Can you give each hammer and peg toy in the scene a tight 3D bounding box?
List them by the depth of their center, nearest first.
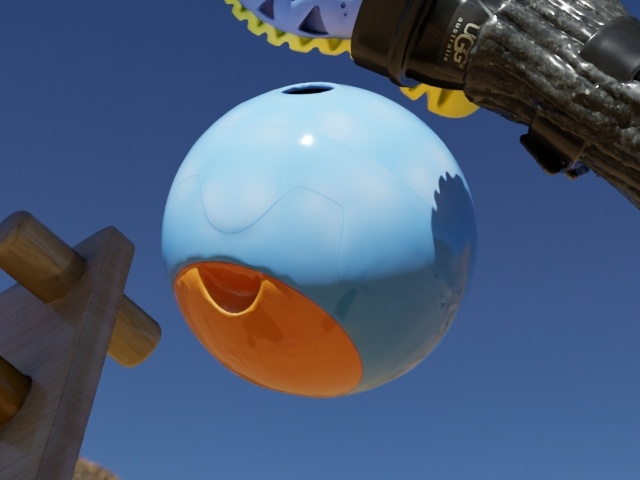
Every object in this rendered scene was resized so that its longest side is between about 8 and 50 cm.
[{"bbox_3d":[-0.270,0.147,0.633,0.361,0.266,0.127,-29,-57,25],"label":"hammer and peg toy"}]

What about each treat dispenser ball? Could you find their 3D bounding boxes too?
[{"bbox_3d":[0.000,0.000,0.943,0.288,0.288,0.288,3,-27,1],"label":"treat dispenser ball"}]

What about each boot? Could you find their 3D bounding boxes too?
[{"bbox_3d":[0.195,-0.125,0.728,0.260,0.348,0.131,27,-61,15],"label":"boot"}]

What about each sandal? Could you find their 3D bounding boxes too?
[{"bbox_3d":[0.049,-0.247,1.041,0.317,0.126,0.138,19,-36,-9],"label":"sandal"}]
